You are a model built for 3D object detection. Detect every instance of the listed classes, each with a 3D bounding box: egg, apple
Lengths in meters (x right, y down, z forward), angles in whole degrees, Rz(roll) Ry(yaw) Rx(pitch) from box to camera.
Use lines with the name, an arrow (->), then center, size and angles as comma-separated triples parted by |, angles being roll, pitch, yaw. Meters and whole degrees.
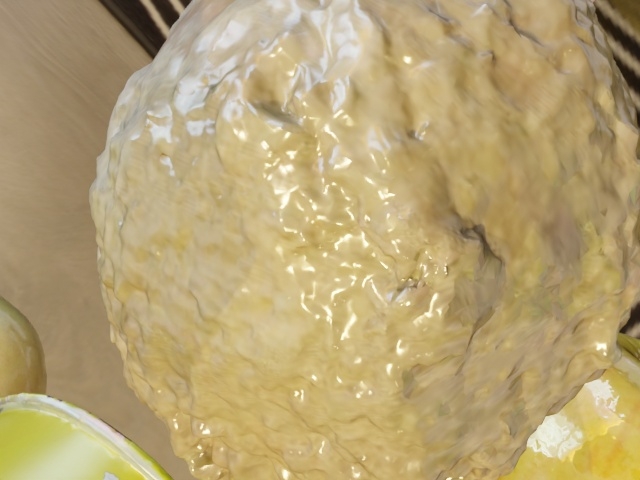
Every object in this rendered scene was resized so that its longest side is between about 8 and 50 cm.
egg -> 0.023, -0.013, 0.648 | 0.279, 0.279, 0.310 | 15, 120, 0
apple -> 0.252, 0.210, 1.137 | 0.286, 0.286, 0.233 | 27, 99, -1

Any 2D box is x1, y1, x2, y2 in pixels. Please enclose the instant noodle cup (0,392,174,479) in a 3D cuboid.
instant noodle cup -> -0.180, 0.244, 0.729 | 0.264, 0.200, 0.264 | 21, 127, 31

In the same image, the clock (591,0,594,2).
clock -> 0.157, -0.180, 1.348 | 0.296, 0.113, 0.322 | 2, 80, -33

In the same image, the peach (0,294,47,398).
peach -> -0.341, 0.139, 1.115 | 0.233, 0.232, 0.232 | 0, 92, 0
